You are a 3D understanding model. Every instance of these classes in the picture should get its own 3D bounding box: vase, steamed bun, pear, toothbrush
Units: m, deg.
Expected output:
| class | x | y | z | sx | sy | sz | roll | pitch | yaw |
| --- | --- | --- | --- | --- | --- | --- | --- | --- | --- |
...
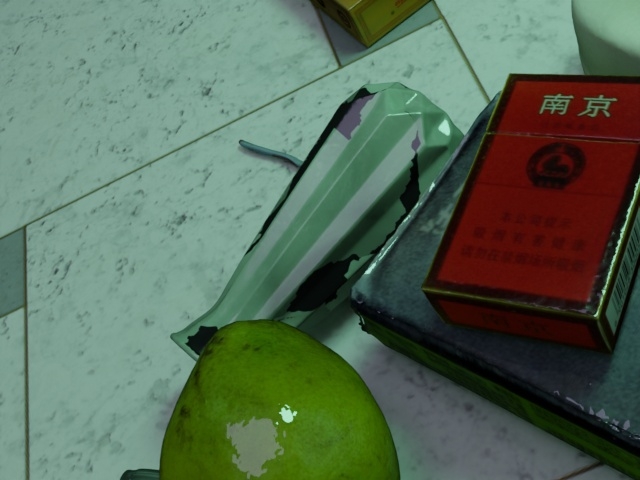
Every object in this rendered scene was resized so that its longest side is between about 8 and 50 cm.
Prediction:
| class | x | y | z | sx | sy | sz | roll | pitch | yaw |
| --- | --- | --- | --- | --- | --- | --- | --- | --- | --- |
| vase | 0.000 | 0.000 | 1.013 | 0.360 | 0.165 | 0.165 | -49 | 48 | -8 |
| steamed bun | 0.358 | -0.207 | 0.976 | 0.164 | 0.146 | 0.241 | -36 | 47 | -5 |
| pear | -0.035 | 0.197 | 0.835 | 0.212 | 0.212 | 0.269 | -23 | 58 | 11 |
| toothbrush | -0.039 | -0.100 | 1.201 | 0.193 | 0.013 | 0.019 | 25 | 78 | 39 |

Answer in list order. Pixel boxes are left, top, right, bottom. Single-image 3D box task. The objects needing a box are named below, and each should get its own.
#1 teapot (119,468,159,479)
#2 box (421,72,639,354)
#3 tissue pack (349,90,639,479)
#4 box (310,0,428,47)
| class | x | y | z | sx | sy | sz | roll | pitch | yaw |
| --- | --- | --- | --- | --- | --- | --- | --- | --- | --- |
| teapot | -0.146 | 0.283 | 0.928 | 0.091 | 0.124 | 0.092 | -5 | 10 | 6 |
| box | 0.201 | -0.032 | 0.809 | 0.153 | 0.074 | 0.239 | 6 | 59 | 37 |
| tissue pack | 0.259 | 0.040 | 0.854 | 0.394 | 0.124 | 0.288 | 26 | 70 | 39 |
| box | 0.053 | -0.403 | 1.346 | 0.174 | 0.076 | 0.274 | -39 | 47 | -2 |
